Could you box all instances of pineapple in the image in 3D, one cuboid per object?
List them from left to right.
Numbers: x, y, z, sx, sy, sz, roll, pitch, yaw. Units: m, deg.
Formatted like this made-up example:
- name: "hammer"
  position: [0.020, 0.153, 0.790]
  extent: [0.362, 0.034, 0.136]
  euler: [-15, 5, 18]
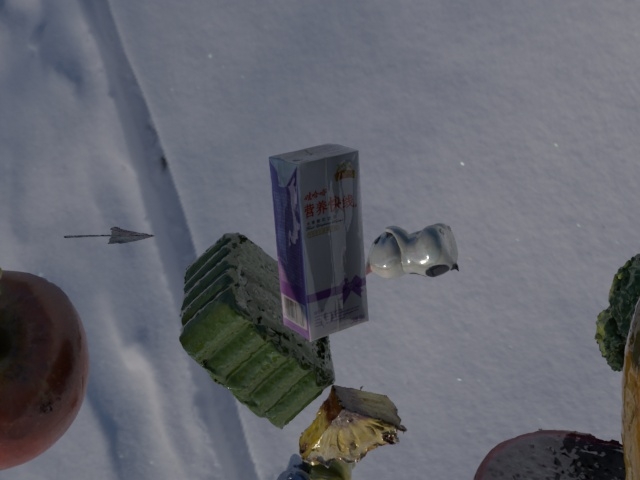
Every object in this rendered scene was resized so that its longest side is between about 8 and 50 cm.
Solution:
- name: "pineapple"
  position: [0.033, 0.232, 1.074]
  extent: [0.137, 0.116, 0.069]
  euler: [-25, 37, -6]

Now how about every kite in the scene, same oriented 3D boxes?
- name: "kite"
  position: [-0.360, -0.008, 1.474]
  extent: [0.137, 0.152, 0.005]
  euler: [-126, 39, -75]

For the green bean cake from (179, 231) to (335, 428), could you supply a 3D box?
- name: "green bean cake"
  position: [-0.080, 0.106, 1.079]
  extent: [0.113, 0.200, 0.214]
  euler: [-38, 29, 15]

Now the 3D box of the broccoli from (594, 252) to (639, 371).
- name: "broccoli"
  position: [0.406, 0.145, 0.981]
  extent: [0.186, 0.254, 0.302]
  euler: [10, 106, 27]

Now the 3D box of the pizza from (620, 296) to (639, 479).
- name: "pizza"
  position: [0.329, 0.035, 0.437]
  extent: [0.278, 0.114, 0.409]
  euler: [44, 120, 21]

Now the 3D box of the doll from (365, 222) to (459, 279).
- name: "doll"
  position: [0.177, 0.020, 1.670]
  extent: [0.181, 0.110, 0.107]
  euler: [-4, 96, 26]

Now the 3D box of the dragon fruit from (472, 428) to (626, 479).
- name: "dragon fruit"
  position: [0.267, 0.334, 0.827]
  extent: [0.290, 0.290, 0.189]
  euler: [20, 117, 38]

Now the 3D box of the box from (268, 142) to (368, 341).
- name: "box"
  position: [0.000, 0.000, 0.542]
  extent: [0.036, 0.050, 0.117]
  euler: [20, 119, 53]

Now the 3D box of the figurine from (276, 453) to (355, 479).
- name: "figurine"
  position: [0.005, 0.463, 1.621]
  extent: [0.184, 0.128, 0.208]
  euler: [-44, 40, -17]

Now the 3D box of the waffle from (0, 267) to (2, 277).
- name: "waffle"
  position: [-0.480, 0.141, 0.943]
  extent: [0.301, 0.281, 0.058]
  euler: [-39, 95, 7]

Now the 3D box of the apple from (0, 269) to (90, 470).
- name: "apple"
  position: [-0.440, 0.176, 1.165]
  extent: [0.272, 0.251, 0.206]
  euler: [60, 155, 24]
